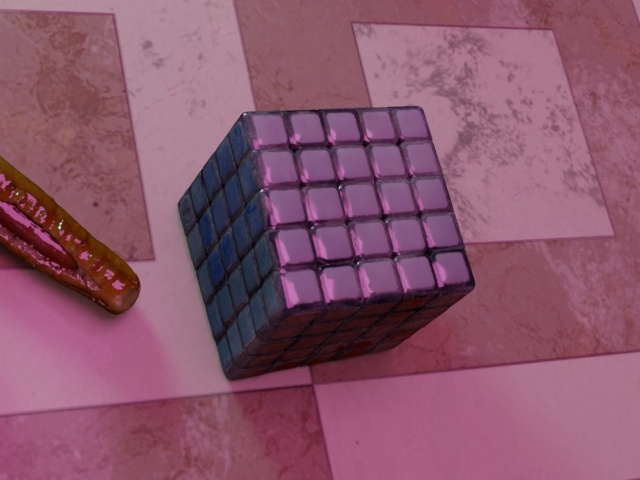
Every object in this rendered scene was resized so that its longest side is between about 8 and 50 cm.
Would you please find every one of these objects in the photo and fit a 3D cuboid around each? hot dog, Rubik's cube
[{"bbox_3d":[-0.317,-0.023,1.362,0.289,0.068,0.083,37,24,-4],"label":"hot dog"},{"bbox_3d":[0.000,0.000,1.399,0.238,0.237,0.237,-6,68,-26],"label":"Rubik's cube"}]
